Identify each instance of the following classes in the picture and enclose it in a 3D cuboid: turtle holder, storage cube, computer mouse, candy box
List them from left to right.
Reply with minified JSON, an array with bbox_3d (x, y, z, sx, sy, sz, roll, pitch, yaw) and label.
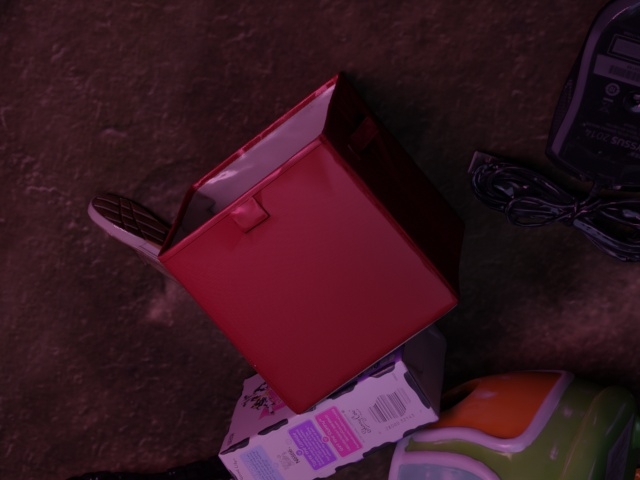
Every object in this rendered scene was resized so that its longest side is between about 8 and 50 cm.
[{"bbox_3d":[0.000,0.000,1.619,0.215,0.183,0.193,-36,105,17],"label":"storage cube"},{"bbox_3d":[0.014,0.146,1.685,0.196,0.165,0.070,-29,105,16],"label":"candy box"},{"bbox_3d":[0.189,0.261,1.698,0.227,0.243,0.320,14,145,20],"label":"turtle holder"},{"bbox_3d":[0.262,-0.121,1.610,0.188,0.072,0.272,21,125,-5],"label":"computer mouse"}]

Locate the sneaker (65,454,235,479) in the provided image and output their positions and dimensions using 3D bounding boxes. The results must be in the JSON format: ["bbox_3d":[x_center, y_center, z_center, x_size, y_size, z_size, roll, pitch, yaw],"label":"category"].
[{"bbox_3d":[-0.161,0.299,1.801,0.283,0.107,0.124,-9,116,10],"label":"sneaker"}]

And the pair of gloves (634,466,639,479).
[{"bbox_3d":[0.314,0.259,1.781,0.074,0.010,0.083,-10,111,10],"label":"pair of gloves"}]

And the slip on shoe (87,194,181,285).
[{"bbox_3d":[-0.161,0.004,1.713,0.135,0.051,0.041,25,124,-11],"label":"slip on shoe"}]
